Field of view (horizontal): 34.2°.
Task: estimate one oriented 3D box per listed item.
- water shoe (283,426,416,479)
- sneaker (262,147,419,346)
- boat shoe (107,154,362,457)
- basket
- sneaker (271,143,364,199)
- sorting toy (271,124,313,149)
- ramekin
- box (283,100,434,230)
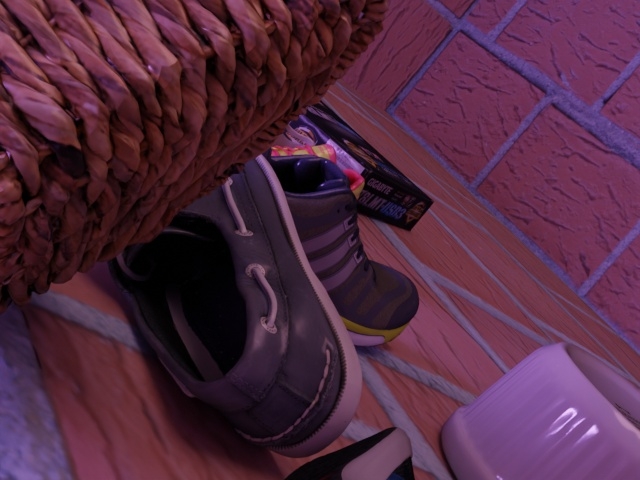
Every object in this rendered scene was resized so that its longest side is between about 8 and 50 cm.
[{"bbox_3d":[0.014,0.155,0.528,0.080,0.073,0.203,65,16,3],"label":"water shoe"},{"bbox_3d":[0.000,0.000,0.891,0.300,0.121,0.111,27,17,-46],"label":"sneaker"},{"bbox_3d":[-0.084,-0.003,0.667,0.099,0.116,0.319,32,18,-48],"label":"boat shoe"},{"bbox_3d":[-0.150,-0.140,0.520,0.299,0.223,0.213,53,-28,4],"label":"basket"},{"bbox_3d":[-0.030,-0.079,1.172,0.208,0.094,0.081,25,20,-46],"label":"sneaker"},{"bbox_3d":[-0.049,-0.103,1.250,0.083,0.075,0.045,35,12,-22],"label":"sorting toy"},{"bbox_3d":[0.240,0.200,0.858,0.273,0.127,0.273,37,12,-9],"label":"ramekin"},{"bbox_3d":[0.013,-0.148,1.636,0.293,0.073,0.295,45,12,23],"label":"box"}]
